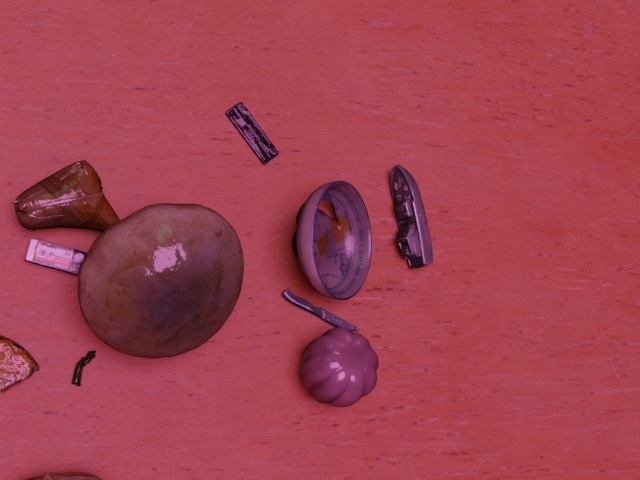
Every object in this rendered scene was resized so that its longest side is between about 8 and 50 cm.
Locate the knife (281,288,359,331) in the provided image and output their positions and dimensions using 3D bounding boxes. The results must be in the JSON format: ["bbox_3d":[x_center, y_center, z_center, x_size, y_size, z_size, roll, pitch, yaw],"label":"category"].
[{"bbox_3d":[0.000,0.170,1.938,0.210,0.015,0.028,30,66,-15],"label":"knife"}]

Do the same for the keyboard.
[{"bbox_3d":[-0.162,-0.255,1.952,0.053,0.010,0.155,-38,95,-22],"label":"keyboard"}]

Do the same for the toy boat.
[{"bbox_3d":[0.216,-0.060,2.028,0.085,0.078,0.260,-10,86,-37],"label":"toy boat"}]

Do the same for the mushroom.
[{"bbox_3d":[-0.322,0.080,1.693,0.352,0.260,0.352,-17,124,-26],"label":"mushroom"}]

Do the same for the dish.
[{"bbox_3d":[0.000,0.000,1.904,0.273,0.134,0.273,2,88,-59],"label":"dish"}]

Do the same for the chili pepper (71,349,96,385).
[{"bbox_3d":[-0.498,0.264,1.724,0.027,0.022,0.083,19,72,17],"label":"chili pepper"}]

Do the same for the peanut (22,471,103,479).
[{"bbox_3d":[-0.456,0.568,1.617,0.340,0.158,0.174,40,39,-15],"label":"peanut"}]

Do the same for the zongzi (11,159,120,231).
[{"bbox_3d":[-0.524,-0.048,1.732,0.194,0.099,0.197,-33,100,-23],"label":"zongzi"}]

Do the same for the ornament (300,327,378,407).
[{"bbox_3d":[0.039,0.290,1.864,0.177,0.177,0.177,4,79,-21],"label":"ornament"}]

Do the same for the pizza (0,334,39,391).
[{"bbox_3d":[-0.651,0.243,1.657,0.160,0.036,0.099,31,71,-13],"label":"pizza"}]

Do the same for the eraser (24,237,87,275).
[{"bbox_3d":[-0.556,0.035,1.735,0.122,0.029,0.052,17,75,-18],"label":"eraser"}]
